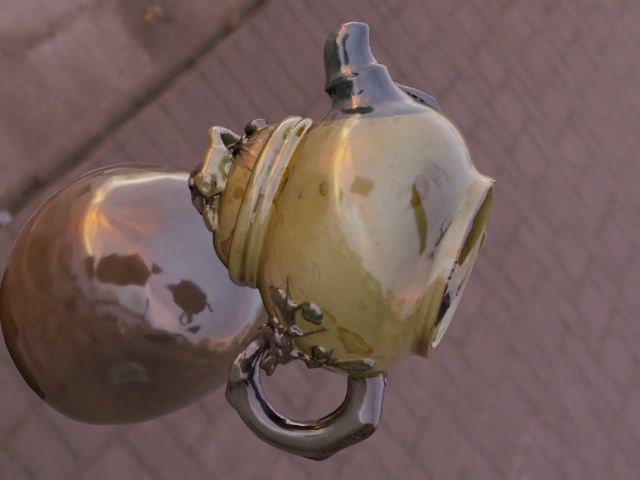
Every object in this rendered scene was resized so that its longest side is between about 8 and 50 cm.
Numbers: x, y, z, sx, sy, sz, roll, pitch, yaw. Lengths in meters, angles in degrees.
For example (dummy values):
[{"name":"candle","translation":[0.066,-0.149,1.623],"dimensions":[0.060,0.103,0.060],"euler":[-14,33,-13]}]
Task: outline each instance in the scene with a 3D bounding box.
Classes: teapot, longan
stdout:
[{"name":"teapot","translation":[0.000,0.000,1.143],"dimensions":[0.183,0.269,0.173],"euler":[21,12,9]},{"name":"longan","translation":[-0.152,0.047,1.557],"dimensions":[0.248,0.248,0.248],"euler":[40,29,-28]}]
